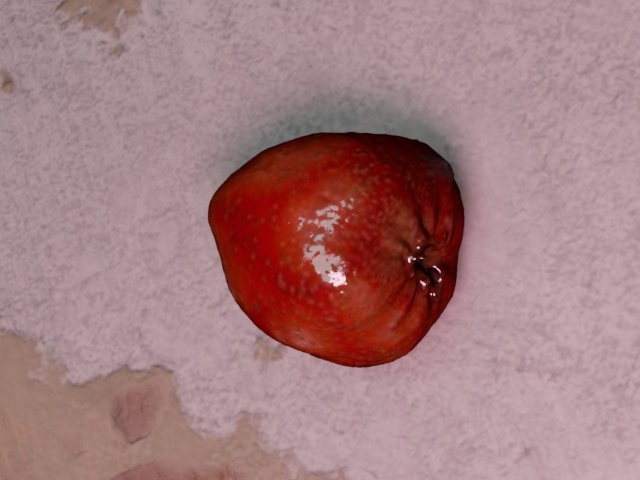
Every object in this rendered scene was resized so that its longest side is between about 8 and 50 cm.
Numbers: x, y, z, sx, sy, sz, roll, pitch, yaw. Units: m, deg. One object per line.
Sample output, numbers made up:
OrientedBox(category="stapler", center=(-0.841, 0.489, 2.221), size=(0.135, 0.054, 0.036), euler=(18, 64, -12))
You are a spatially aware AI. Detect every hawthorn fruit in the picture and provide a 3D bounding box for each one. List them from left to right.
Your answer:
OrientedBox(category="hawthorn fruit", center=(0.000, 0.000, 1.738), size=(0.307, 0.265, 0.265), euler=(16, 87, 31))
